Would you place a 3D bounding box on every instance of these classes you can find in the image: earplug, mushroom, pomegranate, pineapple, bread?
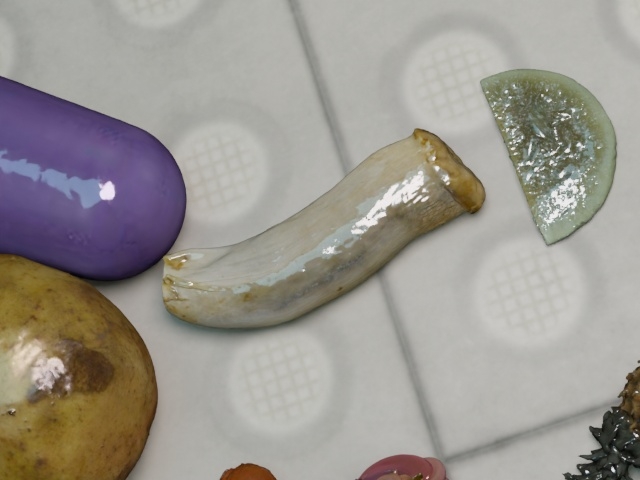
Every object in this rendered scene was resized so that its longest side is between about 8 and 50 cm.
[{"bbox_3d":[-0.360,-0.083,1.800,0.456,0.215,0.215,17,83,14],"label":"earplug"},{"bbox_3d":[0.000,0.000,1.743,0.351,0.095,0.123,-26,92,4],"label":"mushroom"},{"bbox_3d":[-0.305,0.150,1.706,0.281,0.281,0.281,-3,77,13],"label":"pomegranate"},{"bbox_3d":[0.319,0.182,1.632,0.108,0.108,0.198,46,104,18],"label":"pineapple"},{"bbox_3d":[0.247,-0.103,1.736,0.112,0.036,0.193,-22,74,8],"label":"bread"}]

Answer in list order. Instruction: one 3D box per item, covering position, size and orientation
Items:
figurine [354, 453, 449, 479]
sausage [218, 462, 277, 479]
[{"bbox_3d":[0.087,0.268,1.646,0.114,0.157,0.126,11,75,-5],"label":"figurine"},{"bbox_3d":[-0.048,0.317,1.700,0.076,0.076,0.197,-26,72,7],"label":"sausage"}]
